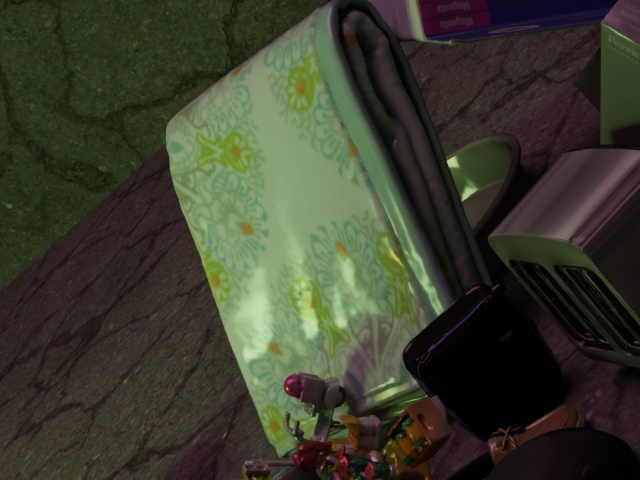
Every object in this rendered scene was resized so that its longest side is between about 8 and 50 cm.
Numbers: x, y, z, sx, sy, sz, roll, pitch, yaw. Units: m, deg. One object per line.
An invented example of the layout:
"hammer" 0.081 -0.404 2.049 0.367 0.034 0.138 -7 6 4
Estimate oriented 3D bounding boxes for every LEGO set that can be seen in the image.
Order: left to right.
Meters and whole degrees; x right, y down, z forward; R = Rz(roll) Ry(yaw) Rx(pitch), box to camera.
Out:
"LEGO set" 0.009 0.184 1.470 0.287 0.107 0.132 180 92 -72

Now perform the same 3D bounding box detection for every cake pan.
"cake pan" 0.113 0.010 1.851 0.293 0.054 0.293 -42 16 15

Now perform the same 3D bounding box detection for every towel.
"towel" 0.000 0.000 1.656 0.090 0.375 0.320 -14 -9 -41

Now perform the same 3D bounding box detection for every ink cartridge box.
"ink cartridge box" 0.217 -0.236 1.628 0.324 0.071 0.330 -10 8 -12

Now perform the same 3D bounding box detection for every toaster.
"toaster" 0.230 0.012 1.310 0.110 0.186 0.168 -45 16 -14

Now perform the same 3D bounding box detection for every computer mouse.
"computer mouse" 0.143 0.218 1.224 0.188 0.072 0.272 -34 20 39

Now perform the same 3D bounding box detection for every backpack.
"backpack" 0.136 0.102 1.451 0.105 0.114 0.084 -43 15 -1

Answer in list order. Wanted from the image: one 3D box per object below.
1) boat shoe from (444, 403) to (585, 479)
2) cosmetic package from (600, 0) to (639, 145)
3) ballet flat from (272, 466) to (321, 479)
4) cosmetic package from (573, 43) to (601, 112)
"boat shoe" 0.146 0.171 1.379 0.135 0.045 0.050 -43 16 10
"cosmetic package" 0.287 -0.105 1.343 0.107 0.127 0.238 -51 -26 -15
"ballet flat" -0.064 0.295 1.603 0.213 0.072 0.068 -46 43 3
"cosmetic package" 0.357 -0.195 1.727 0.099 0.060 0.239 -55 18 -26
